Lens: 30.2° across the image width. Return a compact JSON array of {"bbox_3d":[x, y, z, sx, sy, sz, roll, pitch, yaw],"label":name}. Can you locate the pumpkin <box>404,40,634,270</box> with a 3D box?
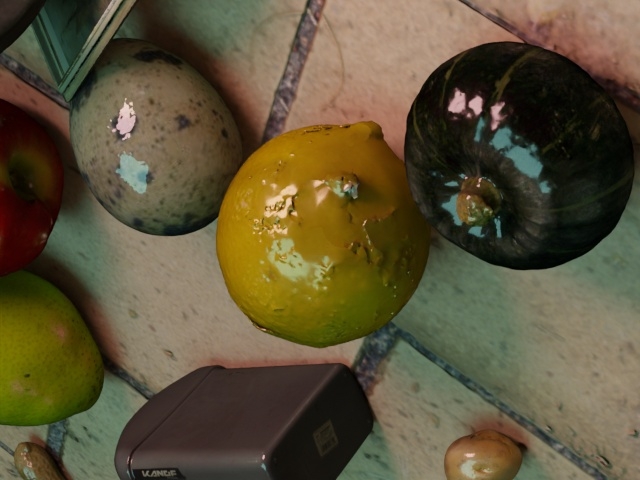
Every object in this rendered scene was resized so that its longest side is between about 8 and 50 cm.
[{"bbox_3d":[0.136,-0.057,0.827,0.167,0.125,0.167,11,108,37],"label":"pumpkin"}]

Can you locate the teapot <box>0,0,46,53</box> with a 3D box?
[{"bbox_3d":[-0.383,-0.251,0.941,0.253,0.300,0.344,45,168,-36],"label":"teapot"}]

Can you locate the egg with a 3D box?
[{"bbox_3d":[-0.146,-0.090,1.025,0.141,0.141,0.182,-30,91,47],"label":"egg"}]

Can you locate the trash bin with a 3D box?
[{"bbox_3d":[-0.086,0.201,1.165,0.236,0.176,0.101,-9,113,39],"label":"trash bin"}]

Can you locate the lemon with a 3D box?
[{"bbox_3d":[0.000,0.000,0.945,0.173,0.173,0.206,42,133,6],"label":"lemon"}]

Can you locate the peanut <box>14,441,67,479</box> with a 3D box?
[{"bbox_3d":[-0.369,0.315,1.574,0.054,0.054,0.113,-17,106,45],"label":"peanut"}]

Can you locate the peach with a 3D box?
[{"bbox_3d":[-0.373,-0.054,1.199,0.226,0.190,0.196,-2,164,32],"label":"peach"}]

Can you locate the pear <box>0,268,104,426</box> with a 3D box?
[{"bbox_3d":[-0.349,0.125,1.329,0.219,0.187,0.187,37,143,-25],"label":"pear"}]

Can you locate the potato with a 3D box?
[{"bbox_3d":[0.143,0.203,1.063,0.068,0.062,0.083,7,130,-2],"label":"potato"}]

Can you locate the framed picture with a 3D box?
[{"bbox_3d":[-0.216,-0.277,0.949,0.217,0.017,0.274,-43,67,47],"label":"framed picture"}]
